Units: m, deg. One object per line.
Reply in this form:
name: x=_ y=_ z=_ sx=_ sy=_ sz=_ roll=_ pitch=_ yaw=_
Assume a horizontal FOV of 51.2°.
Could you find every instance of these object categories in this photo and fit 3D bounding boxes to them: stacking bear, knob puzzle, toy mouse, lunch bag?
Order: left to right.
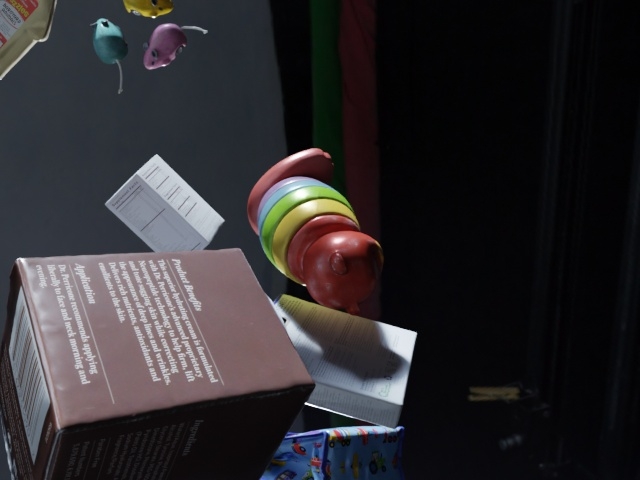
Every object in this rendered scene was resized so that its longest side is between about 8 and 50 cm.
knob puzzle: x=-0.451 y=-0.358 z=0.953 sx=0.030 sy=0.213 sz=0.213 roll=-37 pitch=120 yaw=-77
toy mouse: x=-0.223 y=-0.247 z=0.808 sx=0.031 sy=0.161 sz=0.143 roll=69 pitch=41 yaw=-75
lunch bag: x=-0.013 y=0.436 z=1.318 sx=0.293 sy=0.221 sz=0.138 roll=-14 pitch=-109 yaw=44
stacking bear: x=0.000 y=0.000 z=1.019 sx=0.289 sy=0.164 sz=0.175 roll=-128 pitch=-158 yaw=-56

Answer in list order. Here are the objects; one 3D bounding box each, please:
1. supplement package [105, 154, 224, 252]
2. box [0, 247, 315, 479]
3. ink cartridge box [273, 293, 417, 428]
supplement package: x=-0.388 y=-0.070 z=1.689 sx=0.139 sy=0.244 sz=0.134 roll=-37 pitch=-165 yaw=25
box: x=-0.149 y=0.124 z=0.569 sx=0.168 sy=0.203 sz=0.167 roll=57 pitch=-46 yaw=37
ink cartridge box: x=0.015 y=0.160 z=0.938 sx=0.223 sy=0.224 sz=0.045 roll=-50 pitch=155 yaw=-69
